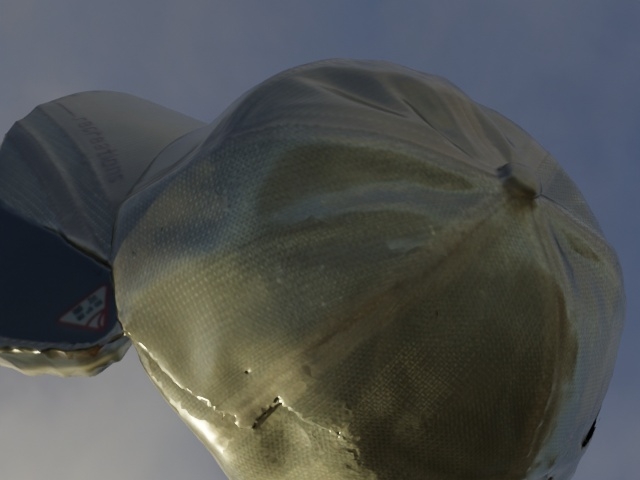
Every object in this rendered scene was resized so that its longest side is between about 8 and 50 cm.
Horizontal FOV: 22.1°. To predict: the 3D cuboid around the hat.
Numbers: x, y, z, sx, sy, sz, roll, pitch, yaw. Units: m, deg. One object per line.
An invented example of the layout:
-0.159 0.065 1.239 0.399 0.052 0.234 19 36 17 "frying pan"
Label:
-0.006 -0.001 0.640 0.232 0.275 0.161 14 -76 -43 "hat"
